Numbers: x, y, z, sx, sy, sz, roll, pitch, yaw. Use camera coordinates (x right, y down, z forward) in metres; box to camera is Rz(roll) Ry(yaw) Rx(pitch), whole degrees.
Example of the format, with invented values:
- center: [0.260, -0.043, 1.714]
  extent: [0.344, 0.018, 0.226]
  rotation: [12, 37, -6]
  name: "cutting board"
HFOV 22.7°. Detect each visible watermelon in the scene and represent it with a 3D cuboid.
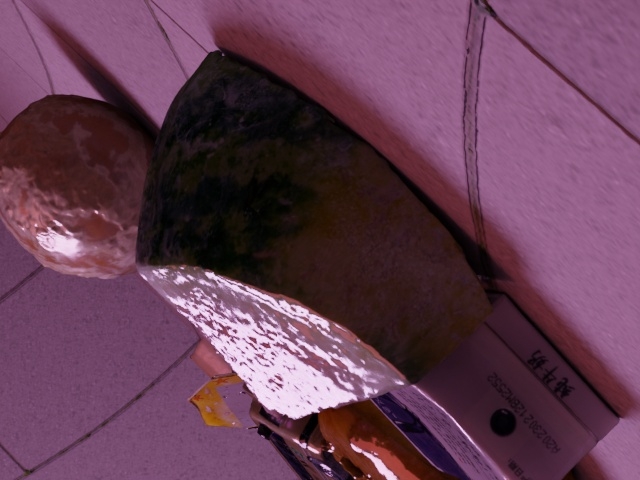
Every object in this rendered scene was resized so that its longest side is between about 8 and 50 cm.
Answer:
- center: [0.000, 0.000, 1.191]
  extent: [0.310, 0.193, 0.231]
  rotation: [29, 146, 18]
  name: "watermelon"

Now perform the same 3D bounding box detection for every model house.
- center: [-0.070, 0.142, 2.064]
  extent: [0.219, 0.207, 0.135]
  rotation: [63, -163, -63]
  name: "model house"

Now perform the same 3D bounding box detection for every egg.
- center: [-0.270, -0.061, 1.853]
  extent: [0.245, 0.203, 0.203]
  rotation: [42, 173, -25]
  name: "egg"

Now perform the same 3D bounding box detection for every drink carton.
- center: [0.114, 0.115, 1.225]
  extent: [0.134, 0.102, 0.222]
  rotation: [49, 170, -9]
  name: "drink carton"

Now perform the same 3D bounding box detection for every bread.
- center: [0.117, 0.201, 1.462]
  extent: [0.268, 0.145, 0.268]
  rotation: [40, 171, 8]
  name: "bread"

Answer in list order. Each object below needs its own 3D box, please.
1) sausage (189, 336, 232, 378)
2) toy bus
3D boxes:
- center: [-0.067, 0.210, 2.355]
  extent: [0.253, 0.123, 0.123]
  rotation: [42, 170, 11]
  name: "sausage"
- center: [0.019, 0.230, 1.937]
  extent: [0.157, 0.139, 0.289]
  rotation: [25, 164, 25]
  name: "toy bus"
